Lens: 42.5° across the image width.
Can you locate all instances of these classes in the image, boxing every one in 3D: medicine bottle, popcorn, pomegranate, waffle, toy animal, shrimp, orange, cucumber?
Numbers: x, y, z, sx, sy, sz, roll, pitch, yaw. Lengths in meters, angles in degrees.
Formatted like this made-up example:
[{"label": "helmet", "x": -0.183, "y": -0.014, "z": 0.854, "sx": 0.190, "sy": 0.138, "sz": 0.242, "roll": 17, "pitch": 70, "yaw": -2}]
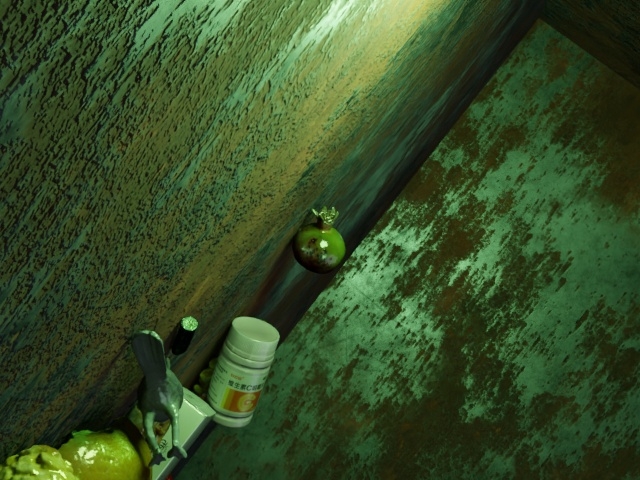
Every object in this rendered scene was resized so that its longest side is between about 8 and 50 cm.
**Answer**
[{"label": "medicine bottle", "x": -0.196, "y": 0.325, "z": 2.036, "sx": 0.250, "sy": 0.133, "sz": 0.133, "roll": -69, "pitch": 168, "yaw": 16}, {"label": "popcorn", "x": -0.402, "y": 0.373, "z": 1.137, "sx": 0.180, "sy": 0.170, "sz": 0.180, "roll": -42, "pitch": 151, "yaw": -31}, {"label": "pomegranate", "x": -0.001, "y": 0.006, "z": 1.924, "sx": 0.129, "sy": 0.129, "sz": 0.159, "roll": -47, "pitch": 164, "yaw": -33}, {"label": "waffle", "x": -0.252, "y": 0.336, "z": 2.219, "sx": 0.309, "sy": 0.065, "sz": 0.283, "roll": -44, "pitch": 167, "yaw": -31}, {"label": "toy animal", "x": -0.278, "y": 0.283, "z": 1.429, "sx": 0.081, "sy": 0.206, "sz": 0.367, "roll": -7, "pitch": 165, "yaw": -7}, {"label": "shrimp", "x": -0.389, "y": 0.427, "z": 1.705, "sx": 0.289, "sy": 0.075, "sz": 0.178, "roll": -59, "pitch": 159, "yaw": -19}, {"label": "orange", "x": -0.406, "y": 0.442, "z": 1.423, "sx": 0.263, "sy": 0.196, "sz": 0.334, "roll": -65, "pitch": 166, "yaw": 0}, {"label": "cucumber", "x": -0.260, "y": 0.186, "z": 1.555, "sx": 0.032, "sy": 0.032, "sz": 0.133, "roll": -46, "pitch": 172, "yaw": -38}]

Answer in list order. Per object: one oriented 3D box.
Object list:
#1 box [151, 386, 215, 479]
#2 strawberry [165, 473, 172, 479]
[{"label": "box", "x": -0.375, "y": 0.474, "z": 1.891, "sx": 0.274, "sy": 0.116, "sz": 0.203, "roll": -52, "pitch": 175, "yaw": -8}, {"label": "strawberry", "x": -0.455, "y": 0.686, "z": 2.065, "sx": 0.257, "sy": 0.257, "sz": 0.277, "roll": 119, "pitch": -5, "yaw": -52}]
